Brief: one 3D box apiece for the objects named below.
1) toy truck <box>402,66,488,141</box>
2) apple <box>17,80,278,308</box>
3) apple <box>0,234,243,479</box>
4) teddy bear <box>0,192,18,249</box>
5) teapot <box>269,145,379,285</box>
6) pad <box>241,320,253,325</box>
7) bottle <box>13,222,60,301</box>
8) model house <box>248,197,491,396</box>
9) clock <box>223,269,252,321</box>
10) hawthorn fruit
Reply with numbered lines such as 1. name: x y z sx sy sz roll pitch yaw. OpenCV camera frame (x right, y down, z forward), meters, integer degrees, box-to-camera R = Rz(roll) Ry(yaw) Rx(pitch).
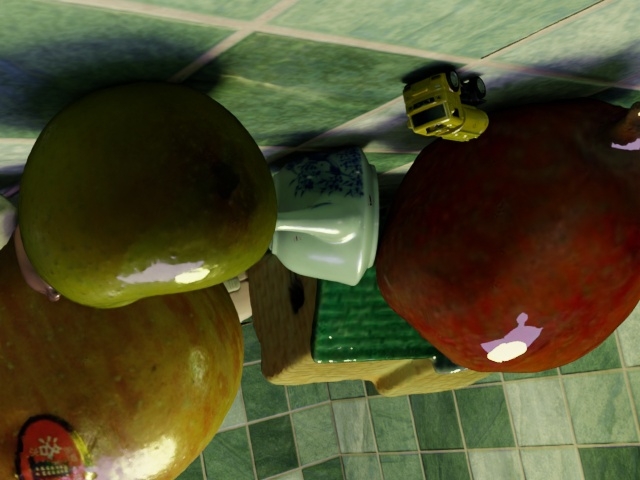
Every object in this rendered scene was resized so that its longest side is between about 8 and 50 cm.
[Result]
1. toy truck: 0.112 -0.119 0.719 0.049 0.054 0.083 -16 171 38
2. apple: -0.133 -0.032 0.611 0.196 0.157 0.196 -11 174 -1
3. apple: -0.294 0.138 0.979 0.400 0.334 0.400 -18 -167 4
4. teddy bear: -0.520 0.018 0.656 0.362 0.376 0.327 32 169 -3
5. teapot: -0.013 -0.030 0.911 0.158 0.159 0.232 -11 -175 -3
6. pad: -0.237 0.176 1.470 0.158 0.003 0.235 -15 180 -34
7. bottle: -0.185 -0.011 0.810 0.233 0.110 0.110 -15 175 -21
8. model house: 0.117 0.054 1.213 0.381 0.335 0.342 -2 160 -26
9. clock: -0.249 0.095 1.396 0.342 0.184 0.325 -8 180 44
10. hawthorn fruit: 0.222 -0.015 0.896 0.308 0.325 0.308 24 -168 -6
